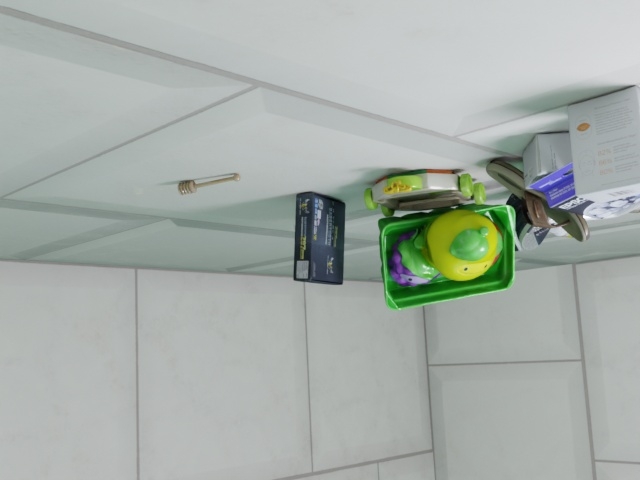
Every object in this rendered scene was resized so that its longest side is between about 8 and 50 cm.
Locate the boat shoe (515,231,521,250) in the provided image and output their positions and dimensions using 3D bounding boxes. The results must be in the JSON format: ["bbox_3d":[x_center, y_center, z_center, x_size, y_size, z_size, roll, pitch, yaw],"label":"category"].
[{"bbox_3d":[0.633,-0.006,2.587,0.091,0.114,0.302,-11,168,16],"label":"boat shoe"}]

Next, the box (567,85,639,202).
[{"bbox_3d":[0.520,-0.165,1.337,0.091,0.170,0.130,8,166,-43],"label":"box"}]

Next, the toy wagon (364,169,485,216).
[{"bbox_3d":[0.245,-0.121,1.876,0.267,0.068,0.344,-7,170,25],"label":"toy wagon"}]

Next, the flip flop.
[{"bbox_3d":[0.476,-0.079,1.703,0.277,0.080,0.112,38,171,17],"label":"flip flop"}]

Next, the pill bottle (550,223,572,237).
[{"bbox_3d":[0.812,-0.045,2.548,0.116,0.065,0.065,6,168,-41],"label":"pill bottle"}]

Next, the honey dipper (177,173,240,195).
[{"bbox_3d":[-0.257,-0.132,1.775,0.161,0.030,0.030,-8,170,21],"label":"honey dipper"}]

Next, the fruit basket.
[{"bbox_3d":[0.340,0.035,1.944,0.392,0.283,0.392,-5,-159,2],"label":"fruit basket"}]

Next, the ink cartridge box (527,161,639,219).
[{"bbox_3d":[0.563,-0.112,1.525,0.208,0.045,0.206,11,155,-26],"label":"ink cartridge box"}]

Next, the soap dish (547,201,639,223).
[{"bbox_3d":[0.643,-0.123,1.799,0.229,0.118,0.291,-5,171,2],"label":"soap dish"}]

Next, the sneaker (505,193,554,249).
[{"bbox_3d":[0.589,-0.107,2.044,0.086,0.163,0.226,25,118,-24],"label":"sneaker"}]

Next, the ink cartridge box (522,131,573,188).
[{"bbox_3d":[0.539,-0.169,1.589,0.208,0.086,0.153,-4,171,2],"label":"ink cartridge box"}]

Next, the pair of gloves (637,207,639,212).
[{"bbox_3d":[0.918,-0.103,2.271,0.204,0.042,0.240,-5,178,-6],"label":"pair of gloves"}]

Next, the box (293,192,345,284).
[{"bbox_3d":[0.000,0.000,2.039,0.059,0.232,0.183,-1,173,29],"label":"box"}]
